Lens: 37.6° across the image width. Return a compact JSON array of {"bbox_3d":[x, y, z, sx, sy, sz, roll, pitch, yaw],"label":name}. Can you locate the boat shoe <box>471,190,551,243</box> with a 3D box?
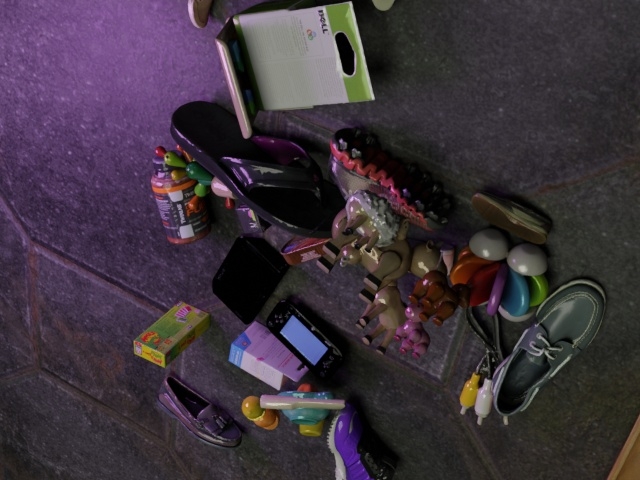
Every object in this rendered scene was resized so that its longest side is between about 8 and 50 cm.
[{"bbox_3d":[0.347,-0.048,1.705,0.152,0.049,0.056,33,150,7],"label":"boat shoe"}]

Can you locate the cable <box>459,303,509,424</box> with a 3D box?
[{"bbox_3d":[0.346,0.246,1.880,0.139,0.072,0.287,8,122,24],"label":"cable"}]

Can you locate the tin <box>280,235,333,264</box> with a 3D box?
[{"bbox_3d":[0.000,0.000,1.936,0.189,0.106,0.040,-18,115,41],"label":"tin"}]

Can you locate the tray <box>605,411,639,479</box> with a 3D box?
[{"bbox_3d":[0.672,0.424,1.772,0.202,0.076,0.411,25,130,19],"label":"tray"}]

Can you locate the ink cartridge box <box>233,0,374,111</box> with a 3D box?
[{"bbox_3d":[-0.013,-0.346,1.727,0.255,0.097,0.189,1,118,32],"label":"ink cartridge box"}]

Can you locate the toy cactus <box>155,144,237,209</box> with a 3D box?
[{"bbox_3d":[-0.233,-0.120,1.957,0.180,0.112,0.219,24,165,44],"label":"toy cactus"}]

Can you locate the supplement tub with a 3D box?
[{"bbox_3d":[-0.313,-0.098,2.086,0.106,0.106,0.198,5,122,32],"label":"supplement tub"}]

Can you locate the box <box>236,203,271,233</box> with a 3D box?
[{"bbox_3d":[-0.129,-0.060,1.998,0.052,0.083,0.062,-2,117,35],"label":"box"}]

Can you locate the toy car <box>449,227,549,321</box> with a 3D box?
[{"bbox_3d":[0.326,0.079,1.740,0.182,0.136,0.159,23,129,21],"label":"toy car"}]

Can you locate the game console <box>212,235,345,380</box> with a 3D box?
[{"bbox_3d":[-0.085,0.159,2.122,0.361,0.044,0.213,43,133,10],"label":"game console"}]

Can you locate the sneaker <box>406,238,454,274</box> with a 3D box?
[{"bbox_3d":[0.200,0.039,1.859,0.134,0.051,0.070,7,117,26],"label":"sneaker"}]

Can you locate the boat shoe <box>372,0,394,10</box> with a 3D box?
[{"bbox_3d":[0.108,-0.461,1.607,0.048,0.042,0.133,0,120,11],"label":"boat shoe"}]

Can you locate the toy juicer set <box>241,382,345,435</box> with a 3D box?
[{"bbox_3d":[-0.069,0.361,2.118,0.209,0.090,0.329,8,158,-6],"label":"toy juicer set"}]

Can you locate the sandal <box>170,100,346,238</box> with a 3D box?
[{"bbox_3d":[-0.116,-0.153,1.866,0.445,0.167,0.107,34,138,13],"label":"sandal"}]

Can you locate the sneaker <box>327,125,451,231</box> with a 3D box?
[{"bbox_3d":[0.122,-0.094,1.796,0.276,0.097,0.135,37,132,12],"label":"sneaker"}]

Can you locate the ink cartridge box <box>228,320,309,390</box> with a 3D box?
[{"bbox_3d":[-0.109,0.276,2.188,0.181,0.104,0.062,28,130,17],"label":"ink cartridge box"}]

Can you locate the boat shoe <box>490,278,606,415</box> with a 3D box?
[{"bbox_3d":[0.423,0.209,1.760,0.116,0.099,0.319,34,122,3],"label":"boat shoe"}]

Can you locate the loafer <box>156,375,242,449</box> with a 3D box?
[{"bbox_3d":[-0.317,0.449,2.456,0.267,0.096,0.084,28,125,20],"label":"loafer"}]

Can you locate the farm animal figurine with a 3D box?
[{"bbox_3d":[0.137,0.052,1.757,0.327,0.172,0.330,44,154,-6],"label":"farm animal figurine"}]

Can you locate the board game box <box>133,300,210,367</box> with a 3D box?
[{"bbox_3d":[-0.357,0.225,2.272,0.092,0.181,0.043,20,128,23],"label":"board game box"}]

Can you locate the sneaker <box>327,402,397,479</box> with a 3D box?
[{"bbox_3d":[0.108,0.501,2.201,0.146,0.102,0.293,7,126,23],"label":"sneaker"}]

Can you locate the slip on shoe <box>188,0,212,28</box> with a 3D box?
[{"bbox_3d":[-0.224,-0.475,1.820,0.041,0.051,0.135,21,120,25],"label":"slip on shoe"}]

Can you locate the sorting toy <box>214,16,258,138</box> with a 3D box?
[{"bbox_3d":[-0.149,-0.314,1.790,0.038,0.208,0.193,-13,114,6],"label":"sorting toy"}]
